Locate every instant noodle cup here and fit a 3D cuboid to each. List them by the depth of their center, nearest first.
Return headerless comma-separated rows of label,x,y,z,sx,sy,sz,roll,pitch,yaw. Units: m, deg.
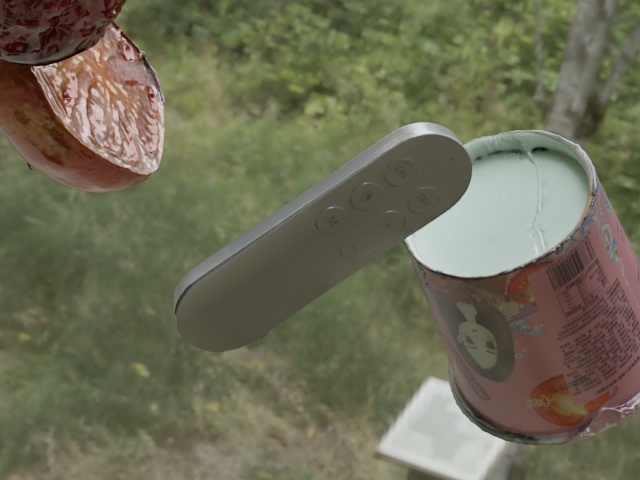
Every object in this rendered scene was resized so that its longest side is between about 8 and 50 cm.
instant noodle cup,0.204,0.041,1.359,0.243,0.243,0.231,18,-30,42

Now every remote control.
remote control,0.000,0.000,0.991,0.077,0.245,0.022,49,11,-36

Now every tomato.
tomato,-0.250,-0.146,1.336,0.095,0.237,0.236,-25,-19,22

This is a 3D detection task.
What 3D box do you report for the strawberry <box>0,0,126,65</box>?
strawberry,-0.234,-0.254,1.113,0.274,0.220,0.274,-7,21,3
